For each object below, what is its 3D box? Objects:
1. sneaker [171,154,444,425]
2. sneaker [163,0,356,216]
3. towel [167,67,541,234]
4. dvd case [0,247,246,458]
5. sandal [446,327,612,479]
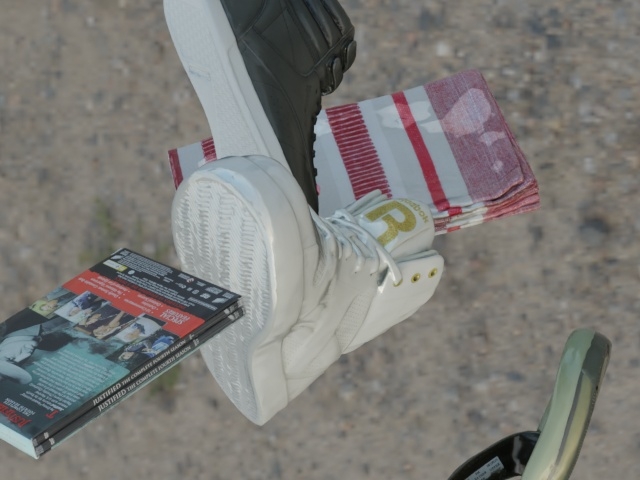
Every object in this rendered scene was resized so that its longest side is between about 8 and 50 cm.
[{"bbox_3d":[0.000,0.000,1.080,0.108,0.169,0.292,49,161,20],"label":"sneaker"},{"bbox_3d":[-0.018,-0.106,1.408,0.104,0.147,0.296,-14,96,59],"label":"sneaker"},{"bbox_3d":[0.024,-0.067,1.564,0.237,0.329,0.037,-108,4,-55],"label":"towel"},{"bbox_3d":[-0.104,0.046,0.720,0.087,0.119,0.013,19,131,42],"label":"dvd case"},{"bbox_3d":[0.135,0.191,1.241,0.086,0.120,0.303,20,111,4],"label":"sandal"}]
